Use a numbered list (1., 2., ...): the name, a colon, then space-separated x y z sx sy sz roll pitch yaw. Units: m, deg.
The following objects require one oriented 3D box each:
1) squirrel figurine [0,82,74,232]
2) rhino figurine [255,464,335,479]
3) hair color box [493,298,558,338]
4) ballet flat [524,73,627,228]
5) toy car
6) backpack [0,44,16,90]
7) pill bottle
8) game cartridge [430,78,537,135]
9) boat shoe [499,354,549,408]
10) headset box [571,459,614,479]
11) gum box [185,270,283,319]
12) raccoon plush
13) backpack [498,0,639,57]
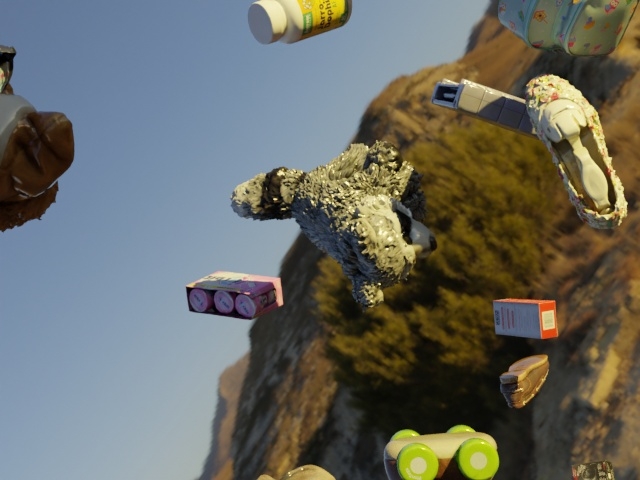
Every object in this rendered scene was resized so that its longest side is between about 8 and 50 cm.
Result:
1. squirrel figurine: -0.701 -0.107 1.685 0.370 0.281 0.397 -41 -17 -30
2. rhino figurine: -0.006 0.367 0.982 0.106 0.243 0.073 -18 2 -1
3. hair color box: 0.402 0.153 1.718 0.141 0.043 0.072 -2 93 63
4. ballet flat: 0.359 -0.127 1.207 0.091 0.241 0.077 -29 -5 14
5. toy car: 0.162 0.348 1.136 0.155 0.148 0.189 82 -177 -85
6. backpack: -0.551 -0.240 1.329 0.182 0.151 0.115 -105 23 -60
7. pill bottle: -0.045 -0.480 1.827 0.208 0.118 0.118 -26 -21 -32
8. game cartridge: 0.337 -0.237 1.603 0.355 0.230 0.068 -92 17 -79
9. boat shoe: 0.432 0.296 1.838 0.073 0.073 0.207 -15 1 36
10. headset box: 0.550 0.484 1.768 0.083 0.032 0.062 -22 59 36
11. gum box: -0.179 0.116 1.851 0.107 0.188 0.062 -25 -66 -51
12. raccoon plush: 0.000 0.000 1.561 0.446 0.216 0.299 -14 25 30
13. backpack: 0.358 -0.348 1.248 0.188 0.144 0.166 -6 -42 -22
